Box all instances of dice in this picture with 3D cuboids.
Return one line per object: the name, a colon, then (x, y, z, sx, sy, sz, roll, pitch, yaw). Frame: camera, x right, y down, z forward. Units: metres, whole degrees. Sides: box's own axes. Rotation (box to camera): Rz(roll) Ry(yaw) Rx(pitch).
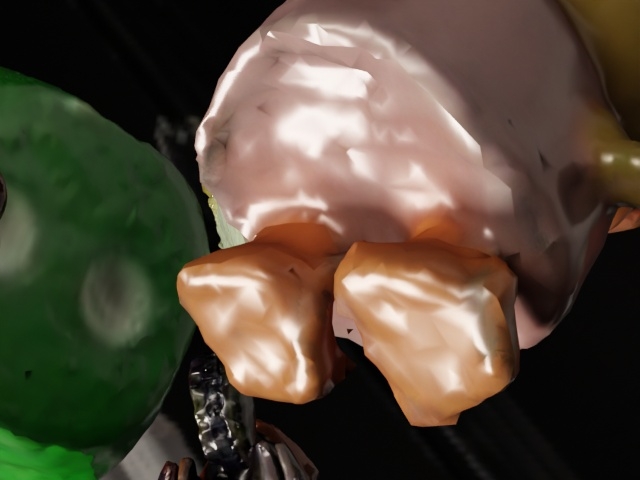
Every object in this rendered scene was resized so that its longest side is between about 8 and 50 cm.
dice: (-0.291, 0.035, 1.493, 0.300, 0.297, 0.287, 33, -112, -30)

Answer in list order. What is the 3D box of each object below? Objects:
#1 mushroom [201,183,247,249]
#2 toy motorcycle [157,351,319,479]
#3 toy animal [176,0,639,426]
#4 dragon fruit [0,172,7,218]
mushroom: (-0.003, 0.002, 1.160, 0.107, 0.087, 0.333, -28, -160, -29)
toy motorcycle: (-0.033, 0.284, 1.193, 0.134, 0.207, 0.401, -13, -115, 8)
toy animal: (0.067, -0.055, 0.701, 0.195, 0.169, 0.281, 3, -156, 38)
dragon fruit: (-0.295, -0.054, 1.059, 0.218, 0.198, 0.273, 5, -145, -17)
